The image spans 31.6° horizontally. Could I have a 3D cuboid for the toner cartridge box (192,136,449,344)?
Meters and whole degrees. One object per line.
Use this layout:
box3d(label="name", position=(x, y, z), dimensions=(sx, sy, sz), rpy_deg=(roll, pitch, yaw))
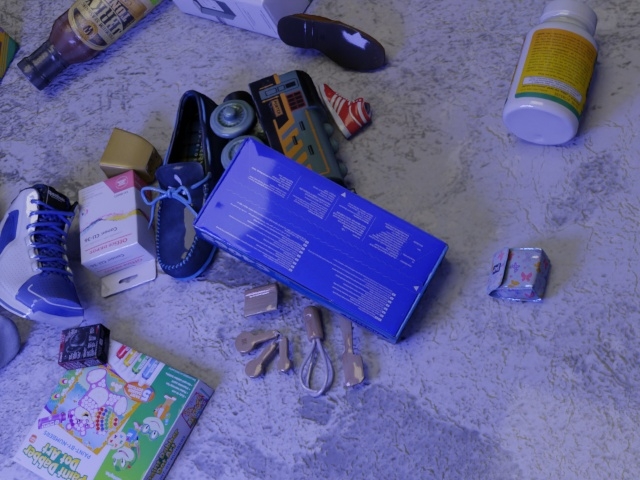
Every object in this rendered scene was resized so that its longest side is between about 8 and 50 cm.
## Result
box3d(label="toner cartridge box", position=(0.000, 0.000, 1.695), dimensions=(0.348, 0.075, 0.165), rpy_deg=(29, 79, 7))

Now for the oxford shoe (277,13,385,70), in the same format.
box3d(label="oxford shoe", position=(0.031, -0.360, 1.988), dimensions=(0.212, 0.076, 0.076), rpy_deg=(26, 35, 24))

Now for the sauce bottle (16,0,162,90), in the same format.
box3d(label="sauce bottle", position=(-0.444, -0.429, 2.226), dimensions=(0.344, 0.111, 0.111), rpy_deg=(-42, 53, 0))

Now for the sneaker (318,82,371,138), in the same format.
box3d(label="sneaker", position=(0.045, -0.234, 1.921), dimensions=(0.067, 0.042, 0.118), rpy_deg=(-33, 61, 10))

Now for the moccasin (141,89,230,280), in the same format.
box3d(label="moccasin", position=(-0.240, -0.101, 1.932), dimensions=(0.138, 0.117, 0.342), rpy_deg=(-11, 59, 20))

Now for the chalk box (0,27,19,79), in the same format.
box3d(label="chalk box", position=(-0.784, -0.336, 2.290), dimensions=(0.179, 0.180, 0.289), rpy_deg=(9, 68, 30))

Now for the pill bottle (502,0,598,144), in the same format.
box3d(label="pill bottle", position=(0.361, -0.263, 1.741), dimensions=(0.118, 0.117, 0.208), rpy_deg=(7, 66, 28))

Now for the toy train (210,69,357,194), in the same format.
box3d(label="toy train", position=(-0.061, -0.134, 1.862), dimensions=(0.190, 0.142, 0.334), rpy_deg=(-21, 55, 2))

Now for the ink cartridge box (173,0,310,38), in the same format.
box3d(label="ink cartridge box", position=(-0.141, -0.512, 2.124), dimensions=(0.273, 0.115, 0.198), rpy_deg=(22, 73, 33))

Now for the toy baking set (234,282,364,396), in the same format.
box3d(label="toy baking set", position=(-0.021, 0.138, 1.750), dimensions=(0.256, 0.030, 0.196), rpy_deg=(11, 70, 30))

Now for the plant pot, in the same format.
box3d(label="plant pot", position=(-0.335, -0.144, 2.030), dimensions=(0.083, 0.081, 0.081), rpy_deg=(10, 67, 17))

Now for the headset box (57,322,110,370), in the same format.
box3d(label="headset box", position=(-0.388, 0.174, 1.834), dimensions=(0.083, 0.032, 0.062), rpy_deg=(-12, 58, 21))

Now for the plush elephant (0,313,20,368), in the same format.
box3d(label="plush elephant", position=(-0.673, 0.164, 1.918), dimensions=(0.272, 0.255, 0.330), rpy_deg=(-30, 28, -24))

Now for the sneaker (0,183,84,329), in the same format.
box3d(label="sneaker", position=(-0.484, 0.006, 1.926), dimensions=(0.315, 0.127, 0.182), rpy_deg=(41, 106, 49))

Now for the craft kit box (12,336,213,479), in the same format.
box3d(label="craft kit box", position=(-0.331, 0.293, 1.791), dimensions=(0.250, 0.061, 0.246), rpy_deg=(18, 74, 33))

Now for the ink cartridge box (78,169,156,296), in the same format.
box3d(label="ink cartridge box", position=(-0.354, -0.012, 1.967), dimensions=(0.115, 0.067, 0.198), rpy_deg=(-20, 56, 14))

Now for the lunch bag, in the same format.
box3d(label="lunch bag", position=(0.283, 0.049, 1.640), dimensions=(0.083, 0.053, 0.071), rpy_deg=(1, 61, 36))
